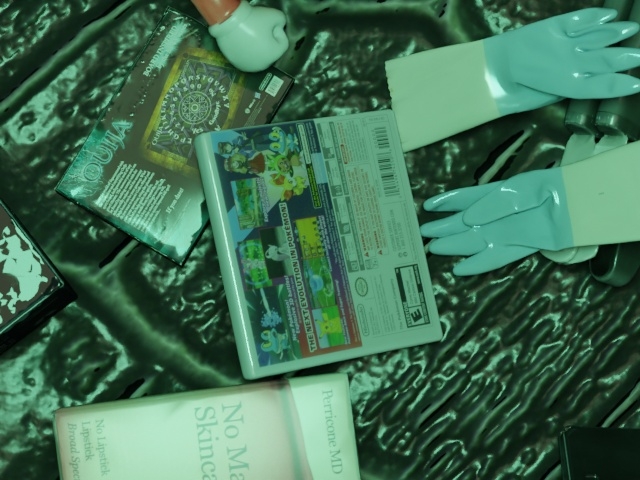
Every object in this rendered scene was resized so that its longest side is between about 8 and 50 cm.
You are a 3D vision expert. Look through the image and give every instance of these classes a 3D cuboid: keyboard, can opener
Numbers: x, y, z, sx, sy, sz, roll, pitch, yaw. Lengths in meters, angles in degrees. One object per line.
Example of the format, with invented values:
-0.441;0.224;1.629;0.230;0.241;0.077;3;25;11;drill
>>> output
0.290;0.203;1.420;0.180;0.023;0.108;2;44;-3;keyboard
0.252;-0.104;1.457;0.093;0.074;0.280;19;83;-36;can opener

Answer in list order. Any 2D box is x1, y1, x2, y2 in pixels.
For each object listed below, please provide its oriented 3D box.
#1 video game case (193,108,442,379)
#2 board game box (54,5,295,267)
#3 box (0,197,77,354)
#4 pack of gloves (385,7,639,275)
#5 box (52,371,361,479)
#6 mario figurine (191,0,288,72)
0.000;0.000;1.409;0.183;0.023;0.201;-9;85;-29;video game case
-0.122;-0.088;1.444;0.126;0.026;0.186;31;83;1;board game box
-0.283;0.052;1.352;0.156;0.158;0.093;-37;88;-7;box
0.180;-0.079;1.424;0.232;0.046;0.195;-12;86;28;pack of gloves
-0.085;0.191;1.366;0.232;0.127;0.149;-7;84;-4;box
-0.105;-0.254;1.430;0.320;0.170;0.198;5;111;2;mario figurine
